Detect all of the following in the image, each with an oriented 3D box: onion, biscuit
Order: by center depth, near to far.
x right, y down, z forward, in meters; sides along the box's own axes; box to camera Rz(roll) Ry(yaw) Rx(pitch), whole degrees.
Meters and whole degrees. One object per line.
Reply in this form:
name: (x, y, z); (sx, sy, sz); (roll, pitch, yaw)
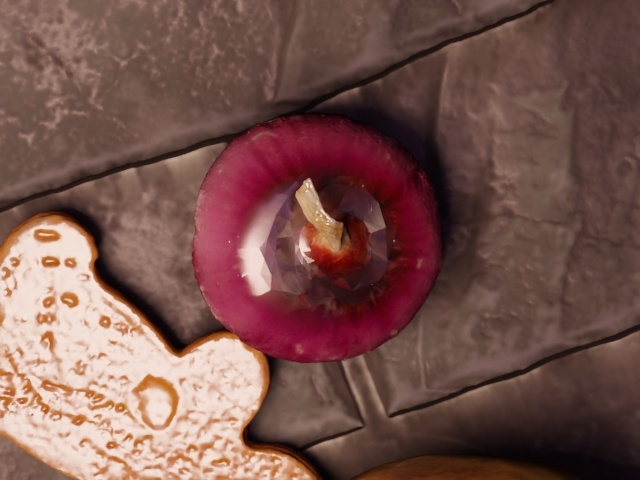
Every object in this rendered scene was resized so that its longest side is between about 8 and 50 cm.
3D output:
onion: (-0.002, -0.001, 1.020); (0.177, 0.153, 0.177); (-13, 118, -26)
biscuit: (-0.127, 0.141, 1.077); (0.324, 0.049, 0.205); (35, 95, -1)

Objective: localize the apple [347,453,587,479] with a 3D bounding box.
apple: (0.094, 0.309, 0.960); (0.305, 0.338, 0.338); (4, 95, -42)
